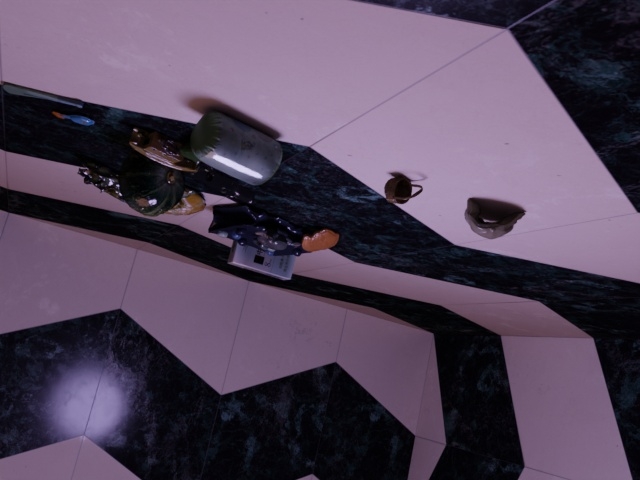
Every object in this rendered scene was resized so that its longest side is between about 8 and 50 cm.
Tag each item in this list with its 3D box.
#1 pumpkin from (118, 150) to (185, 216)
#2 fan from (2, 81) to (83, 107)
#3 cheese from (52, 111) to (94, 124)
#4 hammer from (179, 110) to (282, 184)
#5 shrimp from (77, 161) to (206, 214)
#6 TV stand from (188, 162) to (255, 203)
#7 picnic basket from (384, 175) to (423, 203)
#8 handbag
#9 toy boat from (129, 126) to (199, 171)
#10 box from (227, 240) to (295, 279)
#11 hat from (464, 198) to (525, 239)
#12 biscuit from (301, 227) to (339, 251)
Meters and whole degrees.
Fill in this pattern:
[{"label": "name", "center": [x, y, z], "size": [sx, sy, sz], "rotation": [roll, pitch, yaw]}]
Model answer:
[{"label": "pumpkin", "center": [-0.451, -0.156, 1.753], "size": [0.146, 0.191, 0.190], "rotation": [-10, 155, 45]}, {"label": "fan", "center": [-0.648, -0.338, 1.528], "size": [0.193, 0.016, 0.038], "rotation": [13, 165, 3]}, {"label": "cheese", "center": [-0.616, -0.306, 1.634], "size": [0.111, 0.017, 0.047], "rotation": [11, 164, 8]}, {"label": "hammer", "center": [-0.248, -0.208, 1.525], "size": [0.206, 0.119, 0.335], "rotation": [24, 169, -35]}, {"label": "shrimp", "center": [-0.556, -0.158, 2.083], "size": [0.271, 0.085, 0.444], "rotation": [-6, 161, 41]}, {"label": "TV stand", "center": [-0.279, -0.163, 1.878], "size": [0.042, 0.036, 0.249], "rotation": [1, 163, 37]}, {"label": "picnic basket", "center": [0.198, -0.117, 1.538], "size": [0.083, 0.072, 0.072], "rotation": [13, 171, 45]}, {"label": "handbag", "center": [-0.195, -0.022, 2.247], "size": [0.325, 0.119, 0.269], "rotation": [21, 164, -40]}, {"label": "toy boat", "center": [-0.391, -0.228, 1.666], "size": [0.077, 0.057, 0.200], "rotation": [-8, 156, 43]}, {"label": "box", "center": [-0.213, 0.045, 2.453], "size": [0.242, 0.155, 0.067], "rotation": [19, 164, -23]}, {"label": "hat", "center": [0.422, -0.034, 1.642], "size": [0.146, 0.085, 0.175], "rotation": [11, 166, 3]}, {"label": "biscuit", "center": [0.000, 0.000, 2.212], "size": [0.130, 0.019, 0.102], "rotation": [-14, 142, -3]}]
